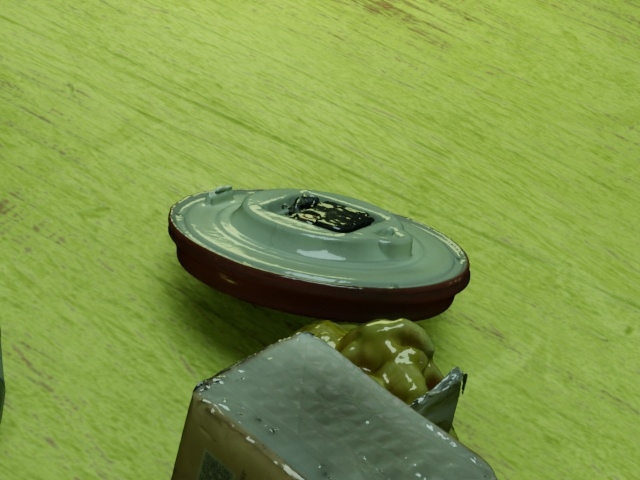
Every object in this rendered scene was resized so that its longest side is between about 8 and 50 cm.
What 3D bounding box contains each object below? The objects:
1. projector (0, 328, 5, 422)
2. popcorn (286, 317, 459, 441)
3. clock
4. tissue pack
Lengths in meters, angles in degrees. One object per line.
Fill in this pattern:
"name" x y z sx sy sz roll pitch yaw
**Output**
"projector" -0.336 0.125 1.581 0.083 0.083 0.082 2 40 -16
"popcorn" 0.024 0.153 1.578 0.226 0.203 0.200 -3 48 -50
"clock" 0.000 0.000 1.773 0.319 0.080 0.318 9 15 -2
"tissue pack" 0.008 0.245 1.373 0.239 0.305 0.238 11 36 -8
